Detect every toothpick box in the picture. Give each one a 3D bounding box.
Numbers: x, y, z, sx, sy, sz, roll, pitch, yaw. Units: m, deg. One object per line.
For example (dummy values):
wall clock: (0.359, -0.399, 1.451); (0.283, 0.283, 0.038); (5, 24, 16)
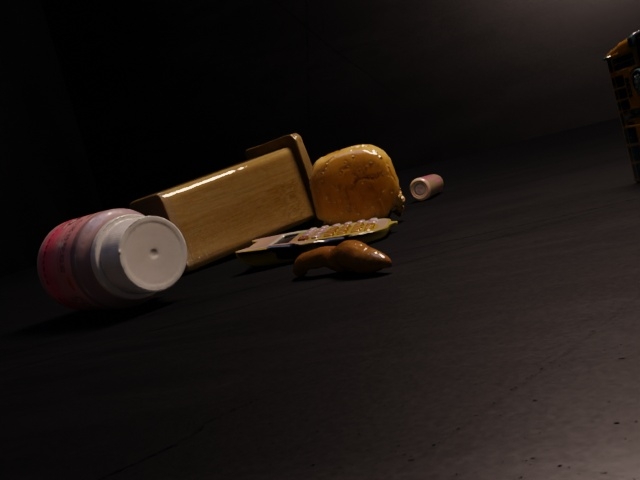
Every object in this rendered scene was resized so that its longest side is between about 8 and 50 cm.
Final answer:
toothpick box: (-0.171, -0.057, 1.413); (0.308, 0.190, 0.187); (-25, 12, -34)

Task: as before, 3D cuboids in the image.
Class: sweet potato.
sweet potato: (0.023, 0.021, 0.870); (0.044, 0.044, 0.179); (-19, 9, -33)

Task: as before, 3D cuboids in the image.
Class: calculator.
calculator: (0.000, 0.000, 1.139); (0.237, 0.033, 0.157); (-11, 6, 11)

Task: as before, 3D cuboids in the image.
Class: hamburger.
hamburger: (0.058, -0.083, 1.234); (0.147, 0.138, 0.083); (-11, 12, 13)

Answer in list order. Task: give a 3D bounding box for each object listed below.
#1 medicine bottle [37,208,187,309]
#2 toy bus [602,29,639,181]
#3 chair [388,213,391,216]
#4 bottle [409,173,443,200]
medicine bottle: (-0.292, 0.027, 1.073); (0.147, 0.147, 0.247); (-20, 7, -39)
toy bus: (0.419, -0.168, 0.932); (0.091, 0.182, 0.103); (-15, 4, -3)
chair: (0.062, -0.090, 1.429); (0.113, 0.106, 0.229); (-14, 5, 1)
bottle: (0.211, -0.107, 1.508); (0.045, 0.045, 0.096); (-12, 6, 27)
